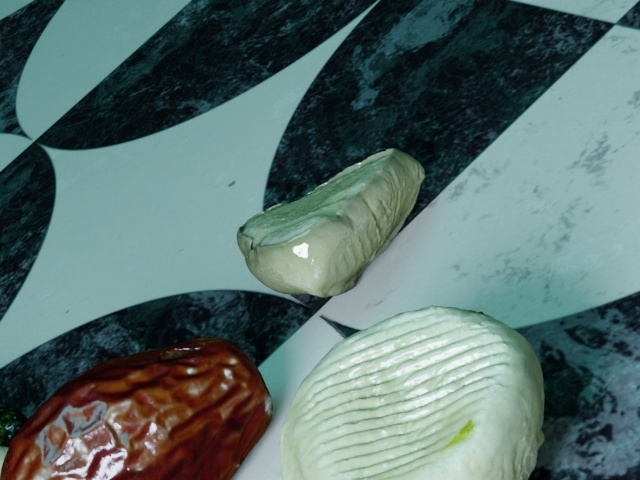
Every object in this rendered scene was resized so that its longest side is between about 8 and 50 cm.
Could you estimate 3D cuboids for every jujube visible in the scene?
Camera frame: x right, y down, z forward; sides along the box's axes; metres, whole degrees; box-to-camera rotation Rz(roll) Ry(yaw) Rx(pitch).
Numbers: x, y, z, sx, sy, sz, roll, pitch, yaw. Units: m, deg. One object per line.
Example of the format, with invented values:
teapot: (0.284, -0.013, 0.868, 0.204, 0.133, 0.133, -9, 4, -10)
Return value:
jujube: (-0.190, 0.208, 1.793, 0.290, 0.197, 0.197, -30, 26, -18)

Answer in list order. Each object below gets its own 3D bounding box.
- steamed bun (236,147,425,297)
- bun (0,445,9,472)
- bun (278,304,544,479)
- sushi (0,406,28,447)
steamed bun: (0.002, 0.006, 1.953, 0.231, 0.110, 0.212, -26, 14, 26)
bun: (-0.374, 0.313, 1.879, 0.188, 0.164, 0.111, -37, -6, 12)
bun: (0.085, 0.190, 1.553, 0.259, 0.160, 0.259, -14, 46, 15)
sushi: (-0.416, 0.272, 2.015, 0.225, 0.127, 0.124, -22, 33, 22)
